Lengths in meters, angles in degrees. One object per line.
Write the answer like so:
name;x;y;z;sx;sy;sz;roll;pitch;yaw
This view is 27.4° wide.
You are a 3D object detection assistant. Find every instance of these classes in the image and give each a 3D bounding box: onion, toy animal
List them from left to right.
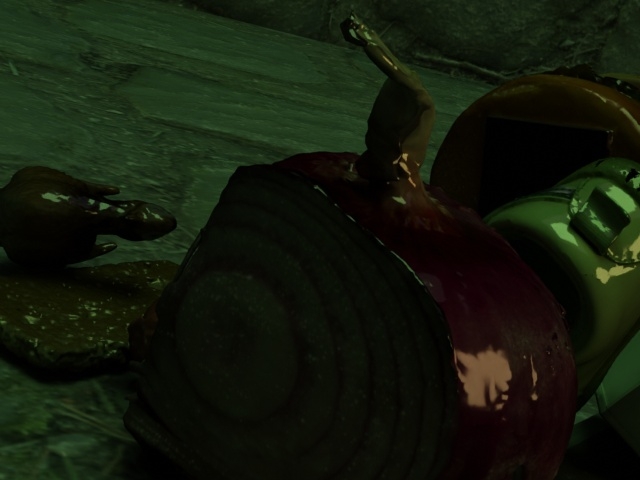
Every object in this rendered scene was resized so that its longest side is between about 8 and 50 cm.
toy animal;-0.196;-0.015;1.038;0.179;0.089;0.188;4;-5;2
onion;0.035;0.063;0.765;0.230;0.272;0.256;-1;59;-57

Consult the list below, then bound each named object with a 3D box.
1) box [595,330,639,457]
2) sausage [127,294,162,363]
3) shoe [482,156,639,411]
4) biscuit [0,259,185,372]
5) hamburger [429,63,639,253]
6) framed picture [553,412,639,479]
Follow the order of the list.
box;0.312;0.065;0.950;0.086;0.225;0.129;47;15;-6
sausage;-0.068;0.073;0.906;0.141;0.076;0.076;10;15;-40
shoe;0.142;0.040;0.910;0.128;0.262;0.140;-6;59;-35
biscuit;-0.154;0.054;0.976;0.131;0.026;0.237;28;18;32
hamburger;0.259;-0.035;1.259;0.291;0.291;0.225;28;24;37
framed picture;0.242;0.196;0.895;0.232;0.019;0.296;25;18;31
